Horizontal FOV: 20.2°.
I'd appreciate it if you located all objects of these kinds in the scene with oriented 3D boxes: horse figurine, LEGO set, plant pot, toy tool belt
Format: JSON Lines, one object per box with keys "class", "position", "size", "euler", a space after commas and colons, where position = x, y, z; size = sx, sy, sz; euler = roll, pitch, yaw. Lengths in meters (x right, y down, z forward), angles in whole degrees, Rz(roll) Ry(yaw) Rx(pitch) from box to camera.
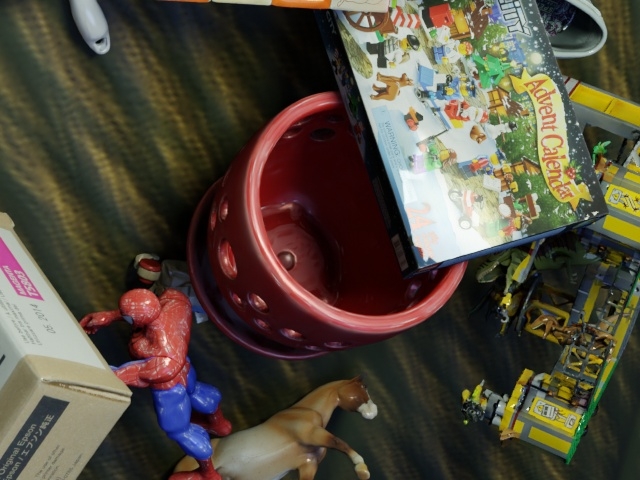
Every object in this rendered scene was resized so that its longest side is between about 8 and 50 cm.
{"class": "horse figurine", "position": [-0.059, 0.215, 1.606], "size": [0.263, 0.174, 0.066], "euler": [-30, 122, 2]}
{"class": "LEGO set", "position": [0.185, 0.008, 1.542], "size": [0.255, 0.192, 0.331], "euler": [-53, 161, -47]}
{"class": "plant pot", "position": [0.000, 0.000, 1.401], "size": [0.191, 0.191, 0.174], "euler": [-14, 169, -26]}
{"class": "toy tool belt", "position": [-0.120, 0.044, 1.479], "size": [0.083, 0.052, 0.051], "euler": [7, 111, -38]}

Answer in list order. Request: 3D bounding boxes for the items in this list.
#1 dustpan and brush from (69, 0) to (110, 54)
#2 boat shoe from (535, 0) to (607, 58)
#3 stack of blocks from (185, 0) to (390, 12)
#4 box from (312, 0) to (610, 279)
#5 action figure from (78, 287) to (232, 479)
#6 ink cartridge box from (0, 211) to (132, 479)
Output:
{"class": "dustpan and brush", "position": [-0.180, -0.203, 1.237], "size": [0.147, 0.060, 0.211], "euler": [-30, 130, -10]}
{"class": "boat shoe", "position": [0.145, -0.196, 1.446], "size": [0.227, 0.081, 0.079], "euler": [9, 119, -38]}
{"class": "stack of blocks", "position": [0.032, -0.253, 1.242], "size": [0.297, 0.087, 0.171], "euler": [1, 125, -11]}
{"class": "box", "position": [0.102, -0.104, 1.342], "size": [0.159, 0.233, 0.044], "euler": [-16, 171, -16]}
{"class": "action figure", "position": [-0.158, 0.114, 1.473], "size": [0.139, 0.091, 0.280], "euler": [3, 148, 6]}
{"class": "ink cartridge box", "position": [-0.263, 0.108, 1.292], "size": [0.088, 0.234, 0.193], "euler": [19, 111, -44]}
